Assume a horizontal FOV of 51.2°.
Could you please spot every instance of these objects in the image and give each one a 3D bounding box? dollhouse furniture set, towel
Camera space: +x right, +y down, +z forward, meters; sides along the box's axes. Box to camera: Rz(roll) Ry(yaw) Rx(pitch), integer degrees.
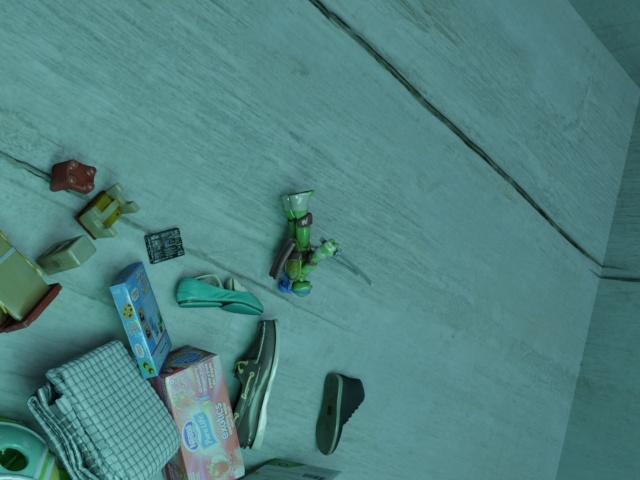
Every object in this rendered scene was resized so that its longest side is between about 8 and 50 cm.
[{"bbox_3d":[-0.563,-0.014,1.315,0.201,0.152,0.374,56,41,-25],"label":"dollhouse furniture set"},{"bbox_3d":[-0.425,0.360,1.321,0.284,0.121,0.235,55,14,1],"label":"towel"}]

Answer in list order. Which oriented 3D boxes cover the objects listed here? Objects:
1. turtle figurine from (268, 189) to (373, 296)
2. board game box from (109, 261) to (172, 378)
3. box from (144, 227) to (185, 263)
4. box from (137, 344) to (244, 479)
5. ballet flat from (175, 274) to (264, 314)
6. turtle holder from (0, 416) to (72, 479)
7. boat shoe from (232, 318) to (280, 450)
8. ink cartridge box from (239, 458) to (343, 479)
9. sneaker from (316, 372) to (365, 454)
[{"bbox_3d":[0.000,0.000,1.732,0.198,0.274,0.267,-29,108,-72],"label":"turtle figurine"},{"bbox_3d":[-0.384,0.168,1.445,0.039,0.160,0.212,-14,104,2],"label":"board game box"},{"bbox_3d":[-0.359,0.012,1.541,0.083,0.018,0.067,-19,104,-38],"label":"box"},{"bbox_3d":[-0.294,0.410,1.521,0.142,0.154,0.300,-19,104,-38],"label":"box"},{"bbox_3d":[-0.235,0.127,1.612,0.247,0.083,0.087,13,69,-41],"label":"ballet flat"},{"bbox_3d":[-0.585,0.474,1.231,0.320,0.227,0.243,50,61,-29],"label":"turtle holder"},{"bbox_3d":[-0.169,0.350,1.653,0.096,0.116,0.325,12,84,-11],"label":"boat shoe"},{"bbox_3d":[-0.086,0.631,1.602,0.278,0.201,0.117,6,88,-68],"label":"ink cartridge box"},{"bbox_3d":[0.064,0.489,1.867,0.118,0.083,0.222,17,79,-39],"label":"sneaker"}]
